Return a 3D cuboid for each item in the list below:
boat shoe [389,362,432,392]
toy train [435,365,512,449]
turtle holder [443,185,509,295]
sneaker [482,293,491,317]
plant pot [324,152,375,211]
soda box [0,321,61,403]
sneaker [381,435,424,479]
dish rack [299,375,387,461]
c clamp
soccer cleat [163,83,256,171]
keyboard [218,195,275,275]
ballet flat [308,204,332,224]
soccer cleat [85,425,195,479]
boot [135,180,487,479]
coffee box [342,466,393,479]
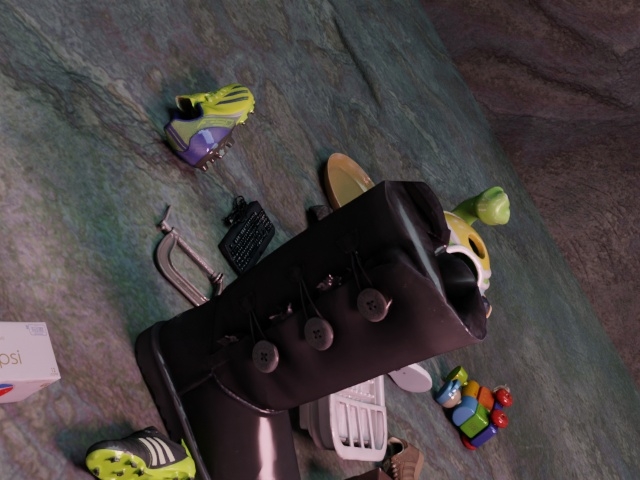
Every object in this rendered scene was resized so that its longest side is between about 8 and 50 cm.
[{"bbox_3d":[0.152,0.221,1.787,0.183,0.065,0.083,39,36,-32],"label":"boat shoe"},{"bbox_3d":[0.328,0.324,1.978,0.143,0.105,0.248,44,26,-2],"label":"toy train"},{"bbox_3d":[0.241,0.052,1.816,0.227,0.321,0.243,-163,-126,-74],"label":"turtle holder"},{"bbox_3d":[0.305,0.147,2.078,0.127,0.126,0.321,62,25,12],"label":"sneaker"},{"bbox_3d":[0.078,-0.082,2.017,0.236,0.032,0.236,42,31,-33],"label":"plant pot"},{"bbox_3d":[-0.372,0.125,0.926,0.216,0.074,0.069,10,54,-58],"label":"soda box"},{"bbox_3d":[0.128,0.408,1.569,0.071,0.066,0.188,38,24,-7],"label":"sneaker"},{"bbox_3d":[0.032,0.182,1.474,0.285,0.073,0.332,34,52,-65],"label":"dish rack"},{"bbox_3d":[-0.195,0.033,1.406,0.160,0.022,0.137,51,27,-17],"label":"c clamp"},{"bbox_3d":[-0.192,-0.226,1.611,0.121,0.093,0.289,44,28,-16],"label":"soccer cleat"},{"bbox_3d":[-0.121,-0.018,1.580,0.100,0.038,0.192,53,25,-14],"label":"keyboard"},{"bbox_3d":[0.000,0.000,1.788,0.057,0.049,0.173,96,-5,-45],"label":"ballet flat"},{"bbox_3d":[-0.217,0.254,1.099,0.179,0.060,0.072,34,25,-53],"label":"soccer cleat"},{"bbox_3d":[0.016,0.176,1.143,0.367,0.445,0.146,60,25,0],"label":"boot"},{"bbox_3d":[0.122,0.500,1.373,0.297,0.119,0.168,48,29,-24],"label":"coffee box"}]
